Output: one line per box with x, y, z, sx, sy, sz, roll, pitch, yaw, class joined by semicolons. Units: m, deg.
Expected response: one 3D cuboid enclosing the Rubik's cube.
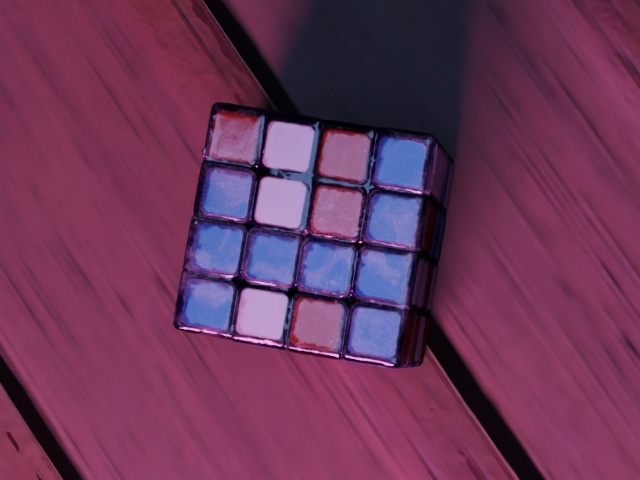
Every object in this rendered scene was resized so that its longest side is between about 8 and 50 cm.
0.000;0.000;0.733;0.092;0.092;0.092;9;88;9;Rubik's cube
